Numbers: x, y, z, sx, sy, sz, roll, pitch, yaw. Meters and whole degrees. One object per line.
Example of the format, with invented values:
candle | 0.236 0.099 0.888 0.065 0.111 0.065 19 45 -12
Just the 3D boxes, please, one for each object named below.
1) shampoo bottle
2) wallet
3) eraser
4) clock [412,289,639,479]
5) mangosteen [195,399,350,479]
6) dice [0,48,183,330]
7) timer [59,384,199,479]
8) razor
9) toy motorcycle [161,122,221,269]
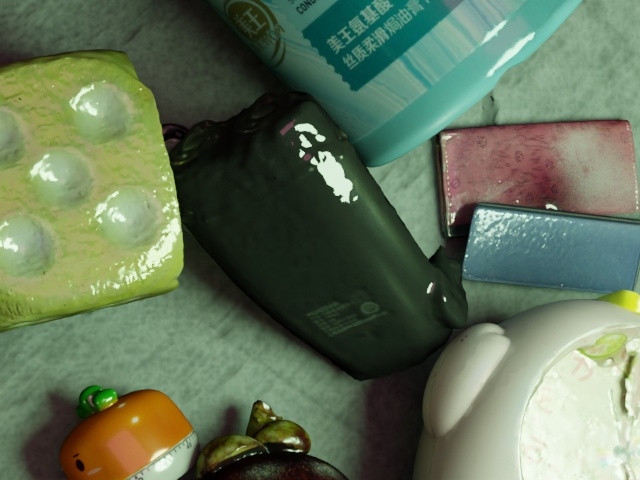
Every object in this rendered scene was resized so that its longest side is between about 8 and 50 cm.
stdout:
shampoo bottle | 0.053 -0.296 1.616 0.331 0.331 0.342 -45 99 -15
wallet | 0.239 -0.069 1.802 0.232 0.025 0.119 -4 86 -17
eraser | 0.254 0.010 1.775 0.225 0.036 0.082 6 103 -18
clock | 0.240 0.262 1.656 0.368 0.250 0.376 35 70 -11
mangosteen | -0.054 0.268 1.619 0.194 0.194 0.230 -11 61 -16
dice | -0.265 -0.039 1.549 0.227 0.238 0.233 -14 88 -17
timer | -0.194 0.196 1.618 0.136 0.099 0.136 4 81 -27
razor | 0.001 0.004 1.607 0.327 0.189 0.107 48 30 -32
toy motorcycle | -0.074 -0.045 1.689 0.225 0.073 0.152 -1 90 -16
